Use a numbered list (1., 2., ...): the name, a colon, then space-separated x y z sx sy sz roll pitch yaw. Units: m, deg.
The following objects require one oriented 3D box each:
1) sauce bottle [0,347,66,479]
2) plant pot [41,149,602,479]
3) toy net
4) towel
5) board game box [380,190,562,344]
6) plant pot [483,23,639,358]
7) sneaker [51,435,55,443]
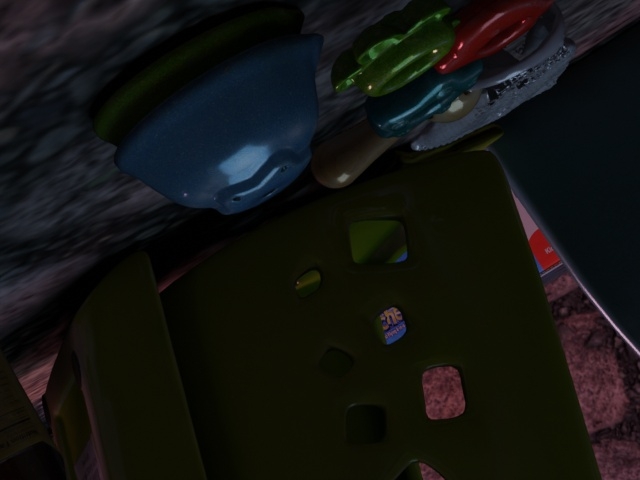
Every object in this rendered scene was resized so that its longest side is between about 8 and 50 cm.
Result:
1. sauce bottle: -0.111 0.076 0.503 0.042 0.128 0.042 -29 174 -3
2. plant pot: -0.014 0.107 0.719 0.207 0.227 0.228 -11 166 -18
3. toy net: 0.034 -0.063 0.486 0.122 0.045 0.232 -37 172 32
4. towel: 0.000 0.000 0.877 0.237 0.021 0.102 -37 174 40
5. board game box: 0.174 -0.001 1.291 0.308 0.086 0.302 -22 169 -48
6. plant pot: 0.237 -0.010 0.892 0.166 0.234 0.165 -33 172 17
7. sneaker: -0.186 0.202 1.112 0.232 0.115 0.090 -23 170 -44
